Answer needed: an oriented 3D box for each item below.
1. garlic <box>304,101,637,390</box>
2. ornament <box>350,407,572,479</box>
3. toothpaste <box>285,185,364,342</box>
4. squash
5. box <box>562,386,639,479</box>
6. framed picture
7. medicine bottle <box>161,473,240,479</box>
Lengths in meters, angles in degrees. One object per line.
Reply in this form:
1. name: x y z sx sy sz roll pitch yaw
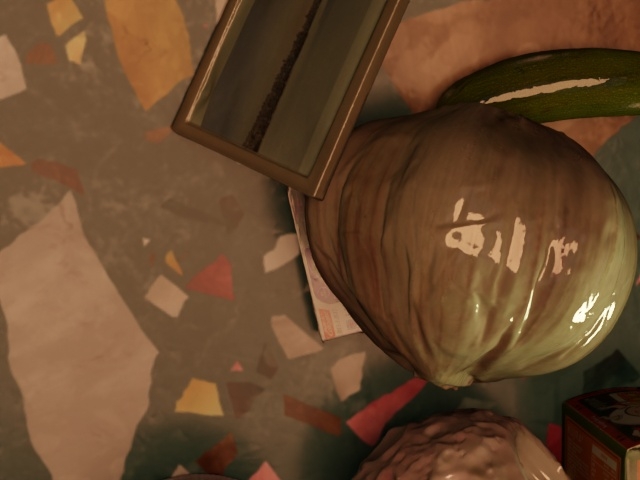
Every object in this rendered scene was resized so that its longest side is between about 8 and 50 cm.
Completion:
1. garlic: 0.149 0.012 1.445 0.317 0.317 0.259 19 88 -11
2. ornament: 0.134 0.292 1.502 0.225 0.259 0.259 -37 102 17
3. toothpaste: 0.000 0.000 1.547 0.047 0.040 0.196 -14 99 -3
4. squash: 0.243 -0.149 1.552 0.318 0.080 0.071 -7 61 -9
5. box: 0.351 0.237 1.557 0.177 0.195 0.148 -3 98 -8
6. framed picture: -0.013 -0.201 1.446 0.016 0.213 0.289 21 94 -47
7. medicine bottle: -0.107 0.369 1.476 0.252 0.241 0.253 -1 98 -10
